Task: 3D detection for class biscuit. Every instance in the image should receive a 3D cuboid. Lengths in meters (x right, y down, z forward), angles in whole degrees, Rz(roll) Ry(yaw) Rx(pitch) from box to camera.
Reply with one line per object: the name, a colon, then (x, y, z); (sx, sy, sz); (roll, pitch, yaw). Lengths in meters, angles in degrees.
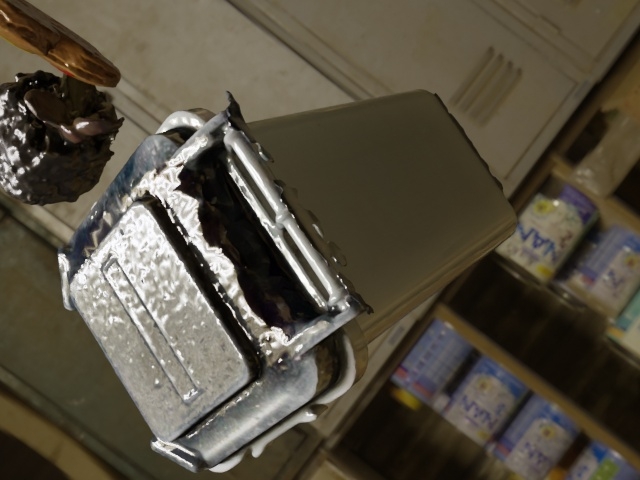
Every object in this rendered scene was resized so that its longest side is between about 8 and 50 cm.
biscuit: (-0.370, -0.266, 1.290); (0.262, 0.052, 0.277); (40, -174, 41)

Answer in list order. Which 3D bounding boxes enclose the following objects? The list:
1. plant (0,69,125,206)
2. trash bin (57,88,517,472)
plant: (-0.419, -0.175, 1.555); (0.178, 0.234, 0.204); (-8, -125, -32)
trash bin: (0.000, 0.000, 0.867); (0.367, 0.296, 0.256); (-25, -103, -44)
